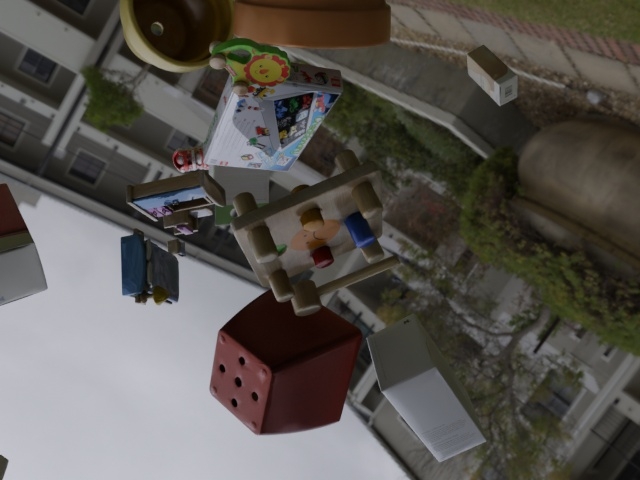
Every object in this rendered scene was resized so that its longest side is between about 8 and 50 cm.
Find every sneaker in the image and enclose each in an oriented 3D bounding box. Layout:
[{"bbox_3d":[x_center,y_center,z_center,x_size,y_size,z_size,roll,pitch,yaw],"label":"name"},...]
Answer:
[{"bbox_3d":[-0.363,-0.258,1.863,0.145,0.090,0.270,-19,-159,-41],"label":"sneaker"}]

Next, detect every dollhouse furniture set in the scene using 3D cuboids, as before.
[{"bbox_3d":[-0.324,0.026,1.420,0.198,0.303,0.286,-10,162,10],"label":"dollhouse furniture set"}]

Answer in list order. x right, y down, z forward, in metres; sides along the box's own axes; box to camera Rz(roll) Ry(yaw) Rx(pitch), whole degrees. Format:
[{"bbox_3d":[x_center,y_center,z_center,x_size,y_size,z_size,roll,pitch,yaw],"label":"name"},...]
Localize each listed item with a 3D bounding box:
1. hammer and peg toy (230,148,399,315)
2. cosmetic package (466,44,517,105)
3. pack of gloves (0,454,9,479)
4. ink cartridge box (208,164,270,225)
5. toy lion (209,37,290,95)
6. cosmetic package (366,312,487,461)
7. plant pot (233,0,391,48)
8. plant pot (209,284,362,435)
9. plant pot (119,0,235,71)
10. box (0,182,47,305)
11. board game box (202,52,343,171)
[{"bbox_3d":[0.000,0.000,1.060,0.361,0.265,0.127,74,171,-64],"label":"hammer and peg toy"},{"bbox_3d":[0.335,-0.323,1.135,0.115,0.041,0.060,61,179,38],"label":"cosmetic package"},{"bbox_3d":[-0.517,0.365,0.758,0.195,0.046,0.232,75,-170,-46],"label":"pack of gloves"},{"bbox_3d":[-0.227,-0.166,1.634,0.171,0.235,0.056,-5,-161,-30],"label":"ink cartridge box"},{"bbox_3d":[-0.094,-0.251,0.824,0.100,0.096,0.034,43,-143,-57],"label":"toy lion"},{"bbox_3d":[0.282,0.391,1.530,0.365,0.155,0.197,53,-166,-32],"label":"cosmetic package"},{"bbox_3d":[-0.013,-0.469,1.034,0.290,0.204,0.291,1,-153,-1],"label":"plant pot"},{"bbox_3d":[-0.102,0.288,1.337,0.267,0.267,0.235,29,-152,35],"label":"plant pot"},{"bbox_3d":[-0.363,-0.524,1.390,0.254,0.254,0.239,27,171,-32],"label":"plant pot"},{"bbox_3d":[-0.704,0.007,1.268,0.126,0.149,0.232,-21,-130,-29],"label":"box"},{"bbox_3d":[-0.104,-0.233,1.131,0.193,0.053,0.305,3,157,-23],"label":"board game box"}]
